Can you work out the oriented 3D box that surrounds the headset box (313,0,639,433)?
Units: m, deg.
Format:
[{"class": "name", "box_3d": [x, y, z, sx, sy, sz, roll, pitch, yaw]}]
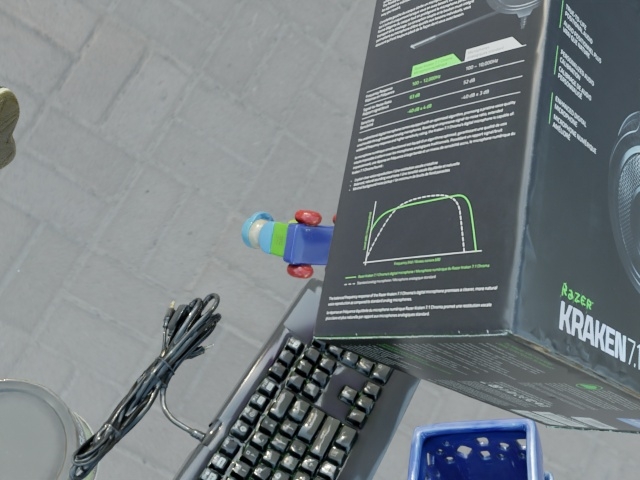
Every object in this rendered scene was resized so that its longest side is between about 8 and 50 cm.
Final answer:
[{"class": "headset box", "box_3d": [0.146, -0.043, 0.526, 0.246, 0.131, 0.282, 27, 66, -39]}]

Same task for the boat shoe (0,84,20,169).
[{"class": "boat shoe", "box_3d": [-0.387, -0.134, 0.988, 0.049, 0.152, 0.056, 43, 54, 5]}]

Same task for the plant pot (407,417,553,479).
[{"class": "plant pot", "box_3d": [0.300, 0.477, 1.528, 0.212, 0.236, 0.235, 57, 33, -39]}]

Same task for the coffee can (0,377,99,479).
[{"class": "coffee can", "box_3d": [-0.457, 0.333, 1.304, 0.202, 0.275, 0.201, 2, 72, -7]}]

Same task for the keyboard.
[{"class": "keyboard", "box_3d": [-0.066, 0.144, 0.595, 0.202, 0.033, 0.317, 25, 52, 12]}]

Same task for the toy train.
[{"class": "toy train", "box_3d": [0.000, 0.000, 1.403, 0.248, 0.143, 0.105, 3, 98, -47]}]
